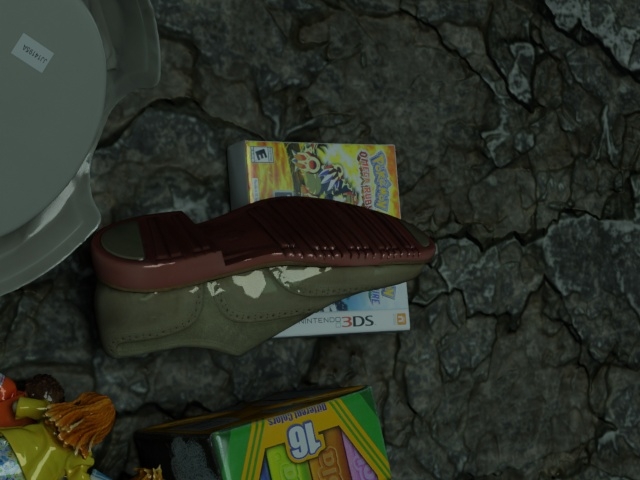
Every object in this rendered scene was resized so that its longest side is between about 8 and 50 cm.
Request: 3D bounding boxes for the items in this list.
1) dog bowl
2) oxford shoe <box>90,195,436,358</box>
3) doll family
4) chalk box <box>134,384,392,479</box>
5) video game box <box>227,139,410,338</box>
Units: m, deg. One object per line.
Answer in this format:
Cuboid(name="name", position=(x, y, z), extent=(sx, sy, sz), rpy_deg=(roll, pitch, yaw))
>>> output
Cuboid(name="dog bowl", position=(-0.298, -0.120, 1.106), extent=(0.348, 0.102, 0.349), rpy_deg=(-30, 136, -35))
Cuboid(name="oxford shoe", position=(-0.054, 0.040, 1.290), extent=(0.348, 0.123, 0.130), rpy_deg=(-4, 118, -22))
Cuboid(name="doll family", position=(-0.222, 0.230, 1.178), extent=(0.163, 0.118, 0.263), rpy_deg=(-32, 101, -28))
Cuboid(name="chalk box", position=(-0.034, 0.298, 1.251), extent=(0.179, 0.180, 0.289), rpy_deg=(-13, 90, -32))
Cuboid(name="video game box", position=(0.000, 0.000, 1.395), extent=(0.187, 0.048, 0.205), rpy_deg=(-1, 83, -33))
